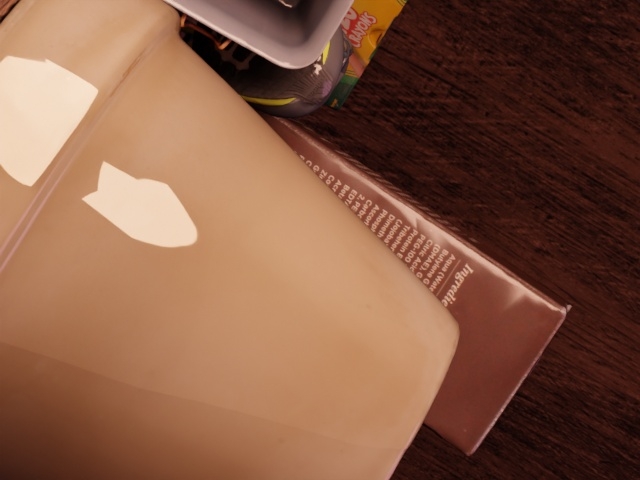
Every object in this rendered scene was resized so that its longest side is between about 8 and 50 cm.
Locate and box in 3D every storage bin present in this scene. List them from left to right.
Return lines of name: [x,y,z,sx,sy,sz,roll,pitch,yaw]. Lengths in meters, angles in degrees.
storage bin: [-0.050,-0.174,1.230,0.098,0.135,0.091,-58,-168,17]

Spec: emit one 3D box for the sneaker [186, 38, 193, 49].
sneaker: [-0.152,-0.078,1.886,0.262,0.099,0.121,-56,-173,33]

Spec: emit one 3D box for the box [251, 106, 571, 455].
box: [0.000,0.000,1.521,0.143,0.381,0.191,-58,173,3]

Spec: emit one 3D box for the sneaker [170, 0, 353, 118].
sneaker: [-0.023,-0.146,1.410,0.111,0.121,0.300,-49,-158,9]

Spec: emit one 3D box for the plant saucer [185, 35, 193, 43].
plant saucer: [-0.075,-0.261,2.042,0.318,0.043,0.317,-59,-178,4]

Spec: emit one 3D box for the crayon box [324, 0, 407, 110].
crayon box: [-0.002,-0.233,1.600,0.081,0.165,0.278,-60,-178,-27]

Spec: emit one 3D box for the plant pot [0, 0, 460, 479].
plant pot: [-0.091,0.053,1.053,0.323,0.280,0.323,-58,-179,1]
